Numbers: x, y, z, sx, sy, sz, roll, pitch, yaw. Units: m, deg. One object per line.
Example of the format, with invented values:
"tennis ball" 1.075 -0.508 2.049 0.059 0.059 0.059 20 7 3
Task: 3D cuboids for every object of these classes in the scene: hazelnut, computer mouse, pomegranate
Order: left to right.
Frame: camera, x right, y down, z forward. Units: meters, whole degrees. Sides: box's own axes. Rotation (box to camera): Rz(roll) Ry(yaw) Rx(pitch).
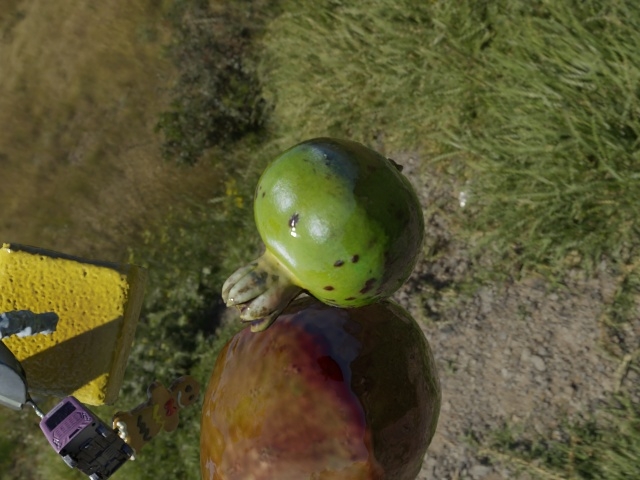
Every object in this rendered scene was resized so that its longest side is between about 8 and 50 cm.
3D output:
"computer mouse" -0.628 0.228 1.422 0.090 0.379 0.167 -40 -9 -41
"pomegranate" 0.000 0.000 0.842 0.248 0.202 0.202 -42 34 -8
"hazelnut" 0.008 0.271 1.208 0.352 0.421 0.421 25 96 28

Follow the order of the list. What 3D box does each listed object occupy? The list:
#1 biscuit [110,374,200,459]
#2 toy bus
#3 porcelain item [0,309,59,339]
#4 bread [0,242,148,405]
"biscuit" -0.382 0.408 1.829 0.240 0.158 0.035 -36 43 -27
"toy bus" -0.396 0.340 1.320 0.098 0.178 0.087 37 71 30
"porcelain item" -0.312 0.089 0.810 0.036 0.083 0.028 -35 77 19
"bread" -0.584 0.185 1.741 0.143 0.323 0.333 144 139 -80
